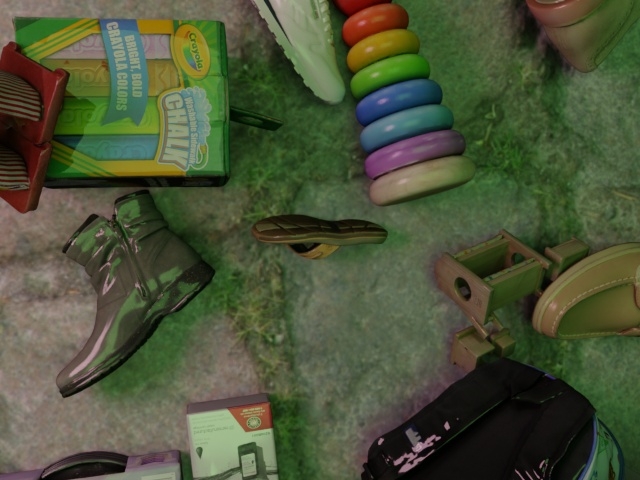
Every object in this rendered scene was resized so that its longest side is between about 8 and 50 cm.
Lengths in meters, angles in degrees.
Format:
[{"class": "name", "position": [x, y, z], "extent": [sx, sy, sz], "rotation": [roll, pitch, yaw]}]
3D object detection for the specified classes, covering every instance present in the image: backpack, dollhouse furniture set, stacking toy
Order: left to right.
[{"class": "dollhouse furniture set", "position": [-0.453, -0.163, 0.734], "extent": [0.374, 0.201, 0.152], "rotation": [29, 108, 33]}, {"class": "stacking toy", "position": [0.093, -0.218, 0.941], "extent": [0.141, 0.141, 0.330], "rotation": [-14, 88, -9]}, {"class": "dollhouse furniture set", "position": [0.253, 0.074, 1.005], "extent": [0.182, 0.101, 0.161], "rotation": [-19, 131, -27]}, {"class": "backpack", "position": [0.237, 0.293, 0.901], "extent": [0.213, 0.276, 0.263], "rotation": [39, 86, -41]}]

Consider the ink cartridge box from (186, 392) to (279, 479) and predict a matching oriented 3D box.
[{"class": "ink cartridge box", "position": [-0.110, 0.283, 0.939], "extent": [0.109, 0.063, 0.150], "rotation": [-7, 91, -9]}]

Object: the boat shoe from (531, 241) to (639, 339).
[{"class": "boat shoe", "position": [0.449, 0.072, 0.975], "extent": [0.341, 0.110, 0.122], "rotation": [-16, 132, -13]}]

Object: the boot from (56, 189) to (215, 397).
[{"class": "boot", "position": [-0.268, 0.063, 0.915], "extent": [0.246, 0.083, 0.161], "rotation": [-44, 90, -12]}]

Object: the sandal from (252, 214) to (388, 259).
[{"class": "sandal", "position": [0.000, 0.000, 0.960], "extent": [0.180, 0.072, 0.049], "rotation": [2, 112, -13]}]

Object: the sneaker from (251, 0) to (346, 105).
[{"class": "sneaker", "position": [-0.022, -0.285, 0.930], "extent": [0.095, 0.090, 0.235], "rotation": [-30, 96, 3]}]

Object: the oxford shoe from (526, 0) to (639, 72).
[{"class": "oxford shoe", "position": [0.429, -0.406, 1.009], "extent": [0.397, 0.140, 0.146], "rotation": [-49, 128, -10]}]

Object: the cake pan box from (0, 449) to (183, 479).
[{"class": "cake pan box", "position": [-0.286, 0.405, 0.912], "extent": [0.245, 0.070, 0.267], "rotation": [-7, 92, -11]}]

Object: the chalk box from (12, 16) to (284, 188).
[{"class": "chalk box", "position": [-0.192, -0.156, 0.866], "extent": [0.289, 0.180, 0.179], "rotation": [-2, 91, -10]}]

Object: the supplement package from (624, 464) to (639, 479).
[{"class": "supplement package", "position": [0.397, 0.436, 0.978], "extent": [0.203, 0.149, 0.194], "rotation": [-45, 98, -6]}]
